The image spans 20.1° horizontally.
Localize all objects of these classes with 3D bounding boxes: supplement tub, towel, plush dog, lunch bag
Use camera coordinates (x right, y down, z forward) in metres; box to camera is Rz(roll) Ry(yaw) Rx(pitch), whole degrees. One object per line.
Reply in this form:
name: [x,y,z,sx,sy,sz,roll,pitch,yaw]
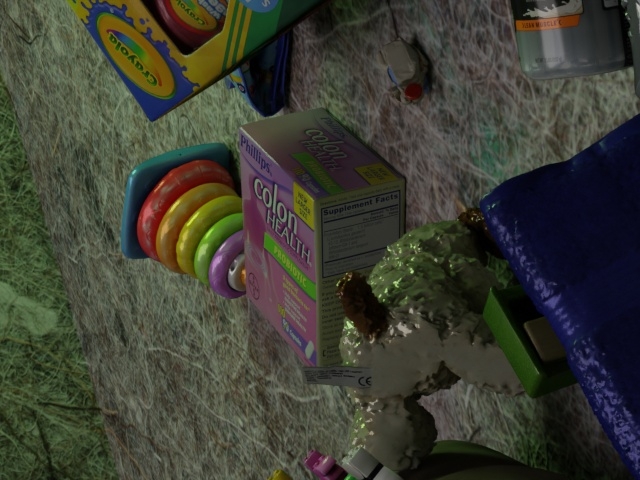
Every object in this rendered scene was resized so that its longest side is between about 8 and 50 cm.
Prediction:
supplement tub: [0.211,-0.235,1.497,0.117,0.117,0.190,-168,67,-66]
towel: [0.286,0.043,1.371,0.308,0.228,0.076,63,-178,29]
plush dog: [0.098,0.068,1.789,0.210,0.262,0.225,45,-155,-15]
lunch bag: [-0.126,-0.306,2.286,0.221,0.138,0.293,51,156,42]

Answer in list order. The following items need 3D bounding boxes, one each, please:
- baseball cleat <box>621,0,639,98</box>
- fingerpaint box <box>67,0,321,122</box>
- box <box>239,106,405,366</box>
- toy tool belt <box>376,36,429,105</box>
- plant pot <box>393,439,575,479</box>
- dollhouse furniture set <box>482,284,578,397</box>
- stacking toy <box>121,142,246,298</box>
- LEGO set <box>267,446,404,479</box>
baseball cleat: [0.250,-0.212,1.423,0.072,0.109,0.206,-46,-33,-66]
fingerpaint box: [-0.170,-0.402,1.941,0.371,0.163,0.445,-28,98,50]
box: [0.000,0.000,2.148,0.213,0.117,0.243,-134,37,-52]
toy tool belt: [0.095,-0.172,1.922,0.083,0.052,0.051,67,-172,31]
plant pot: [0.149,0.338,1.791,0.280,0.323,0.323,-120,22,-72]
dollhouse furniture set: [0.284,0.101,1.472,0.197,0.151,0.301,105,145,-50]
stacking toy: [-0.124,0.012,2.456,0.302,0.175,0.165,38,134,37]
LEGO set: [-0.001,0.243,1.761,0.093,0.087,0.227,40,165,0]
